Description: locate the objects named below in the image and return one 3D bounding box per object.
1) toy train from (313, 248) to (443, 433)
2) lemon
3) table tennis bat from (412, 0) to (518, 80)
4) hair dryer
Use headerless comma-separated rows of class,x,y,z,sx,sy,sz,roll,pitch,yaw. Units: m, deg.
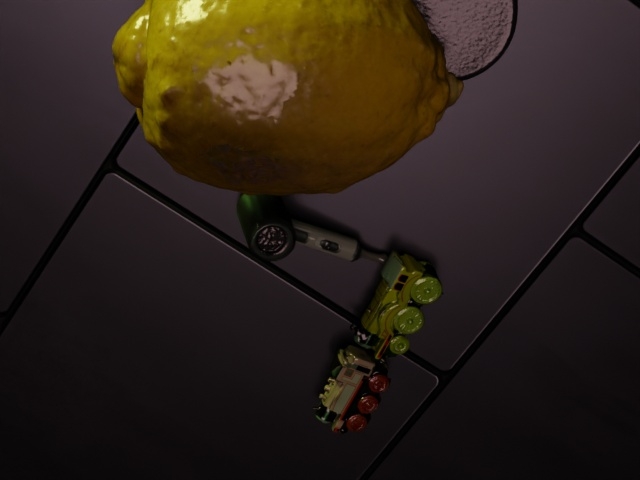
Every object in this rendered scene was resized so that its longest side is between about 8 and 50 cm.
toy train,0.066,0.131,1.354,0.085,0.053,0.249,18,111,-21
lemon,-0.038,-0.177,1.129,0.316,0.285,0.285,-26,113,-23
table tennis bat,0.144,-0.286,1.207,0.150,0.027,0.236,2,113,0
hair dryer,0.000,0.000,1.298,0.198,0.100,0.057,16,112,-21
